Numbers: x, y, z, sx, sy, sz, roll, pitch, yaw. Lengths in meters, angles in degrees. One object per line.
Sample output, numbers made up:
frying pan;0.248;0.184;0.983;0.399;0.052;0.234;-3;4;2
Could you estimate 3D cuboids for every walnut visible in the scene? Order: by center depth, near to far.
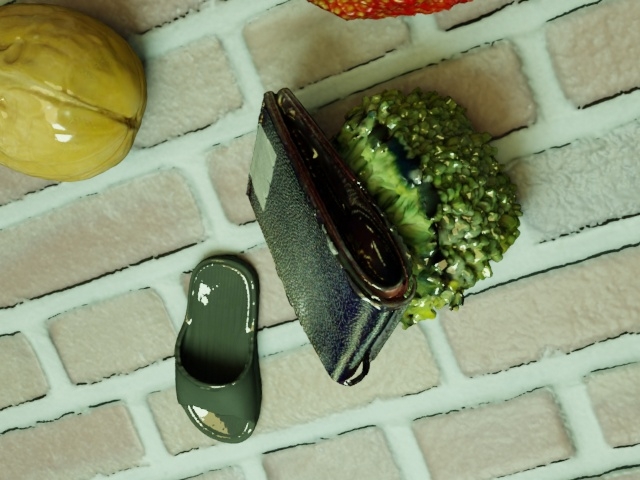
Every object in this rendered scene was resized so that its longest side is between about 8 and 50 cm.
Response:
walnut;-0.303;-0.163;1.116;0.225;0.193;0.193;11;109;17

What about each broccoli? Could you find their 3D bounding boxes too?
broccoli;0.107;-0.043;1.070;0.180;0.273;0.243;-22;90;-24

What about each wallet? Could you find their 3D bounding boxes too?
wallet;0.000;0.000;1.037;0.071;0.221;0.262;-24;69;-18

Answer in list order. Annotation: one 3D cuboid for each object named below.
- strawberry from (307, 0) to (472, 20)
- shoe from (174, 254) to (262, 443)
strawberry;0.068;-0.326;0.928;0.288;0.238;0.250;-32;82;36
shoe;-0.130;0.141;1.201;0.108;0.093;0.241;7;106;13
